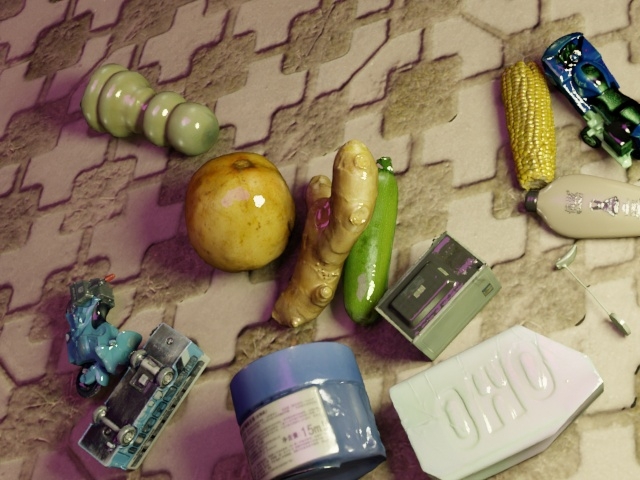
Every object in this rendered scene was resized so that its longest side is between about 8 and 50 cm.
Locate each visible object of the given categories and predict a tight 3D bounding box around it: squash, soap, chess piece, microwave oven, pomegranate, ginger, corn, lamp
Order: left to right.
[{"bbox_3d":[-0.397,-0.300,2.050,0.330,0.182,0.182,23,75,22],"label":"chess piece"},{"bbox_3d":[-0.175,-0.061,1.807,0.260,0.260,0.260,-8,63,17],"label":"pomegranate"},{"bbox_3d":[0.019,0.001,1.689,0.122,0.363,0.348,12,78,-21],"label":"ginger"},{"bbox_3d":[0.105,-0.005,1.754,0.101,0.101,0.378,3,69,22],"label":"squash"},{"bbox_3d":[0.223,0.104,1.622,0.205,0.163,0.129,-47,57,-1],"label":"microwave oven"},{"bbox_3d":[0.324,0.291,1.522,0.347,0.115,0.208,-27,60,6],"label":"soap"},{"bbox_3d":[0.432,-0.253,1.747,0.101,0.101,0.310,-10,61,16],"label":"corn"},{"bbox_3d":[0.519,0.094,1.579,0.056,0.050,0.198,-36,59,-1],"label":"lamp"}]

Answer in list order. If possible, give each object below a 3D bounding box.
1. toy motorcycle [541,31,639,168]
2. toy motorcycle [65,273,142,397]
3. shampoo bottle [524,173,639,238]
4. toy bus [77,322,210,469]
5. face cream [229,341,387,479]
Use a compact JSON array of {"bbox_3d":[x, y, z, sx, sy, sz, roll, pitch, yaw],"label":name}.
[{"bbox_3d":[0.543,-0.291,1.668,0.125,0.196,0.331,-36,57,1],"label":"toy motorcycle"},{"bbox_3d":[-0.486,0.199,1.869,0.182,0.123,0.272,-29,59,18],"label":"toy motorcycle"},{"bbox_3d":[0.525,-0.065,1.634,0.257,0.078,0.127,6,87,23],"label":"shampoo bottle"},{"bbox_3d":[-0.362,0.327,1.753,0.106,0.131,0.297,28,79,29],"label":"toy bus"},{"bbox_3d":[-0.025,0.338,1.554,0.249,0.249,0.225,-22,63,10],"label":"face cream"}]
